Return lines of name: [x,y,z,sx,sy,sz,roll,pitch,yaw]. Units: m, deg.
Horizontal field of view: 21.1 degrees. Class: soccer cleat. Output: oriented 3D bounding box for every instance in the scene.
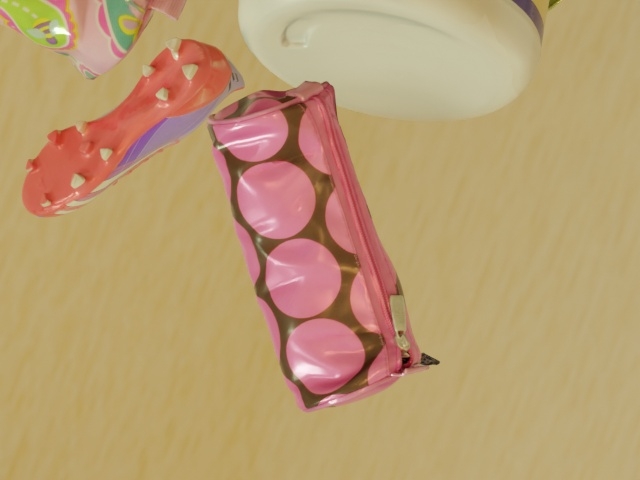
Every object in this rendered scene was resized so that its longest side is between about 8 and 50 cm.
soccer cleat: [-0.181,-0.098,1.650,0.095,0.248,0.083,26,-151,-54]

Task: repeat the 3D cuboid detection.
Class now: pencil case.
pencil case: [0.000,0.000,1.103,0.095,0.209,0.098,-21,-179,-34]
pencil case: [-0.222,-0.210,1.080,0.284,0.124,0.124,29,177,-21]

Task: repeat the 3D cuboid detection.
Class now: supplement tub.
supplement tub: [0.080,-0.287,1.371,0.241,0.331,0.241,11,162,3]

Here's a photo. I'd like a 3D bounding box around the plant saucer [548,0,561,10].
plant saucer: [0.194,-0.349,1.921,0.241,0.241,0.037,20,180,18]
